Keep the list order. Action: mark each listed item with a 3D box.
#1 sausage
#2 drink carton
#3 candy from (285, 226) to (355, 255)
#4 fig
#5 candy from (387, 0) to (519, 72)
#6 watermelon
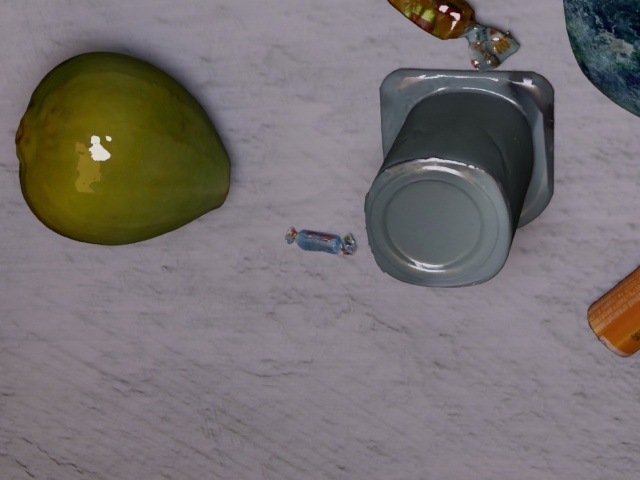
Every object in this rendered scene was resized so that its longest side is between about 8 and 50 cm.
[{"bbox_3d":[0.380,0.029,1.351,0.071,0.071,0.234,41,122,-6],"label":"sausage"},{"bbox_3d":[0.140,-0.053,1.321,0.185,0.189,0.191,2,118,11],"label":"drink carton"},{"bbox_3d":[0.000,0.000,1.487,0.083,0.020,0.030,12,120,14],"label":"candy"},{"bbox_3d":[-0.215,-0.098,1.408,0.207,0.230,0.207,5,97,43],"label":"fig"},{"bbox_3d":[0.116,-0.232,1.311,0.182,0.046,0.053,36,120,-1],"label":"candy"},{"bbox_3d":[0.350,-0.217,1.172,0.226,0.148,0.318,-23,133,-10],"label":"watermelon"}]
